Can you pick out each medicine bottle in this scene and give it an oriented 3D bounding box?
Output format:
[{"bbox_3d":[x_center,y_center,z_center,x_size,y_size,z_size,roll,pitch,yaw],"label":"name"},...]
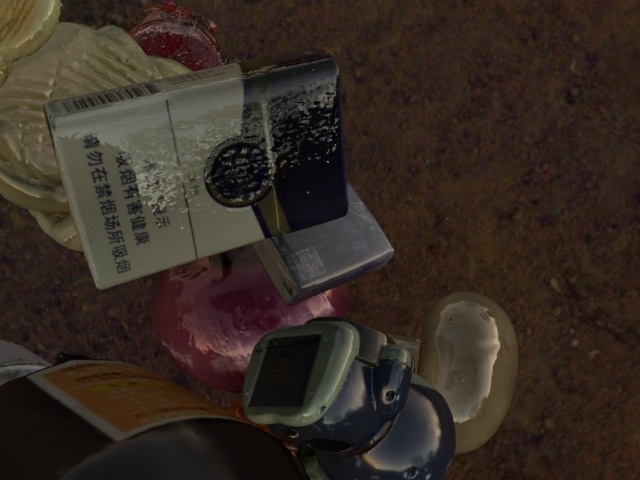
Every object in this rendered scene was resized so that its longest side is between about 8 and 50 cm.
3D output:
[{"bbox_3d":[-0.187,0.184,0.518,0.242,0.242,0.395,-38,35,-28],"label":"medicine bottle"}]

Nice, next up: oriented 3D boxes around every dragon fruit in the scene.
[{"bbox_3d":[-0.300,-0.372,1.474,0.282,0.211,0.147,-2,40,-24],"label":"dragon fruit"}]

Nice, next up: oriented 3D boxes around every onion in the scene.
[{"bbox_3d":[-0.122,0.082,1.292,0.358,0.345,0.358,5,51,-6],"label":"onion"}]

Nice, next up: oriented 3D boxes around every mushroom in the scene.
[{"bbox_3d":[0.204,0.227,1.333,0.290,0.292,0.292,8,53,23],"label":"mushroom"}]

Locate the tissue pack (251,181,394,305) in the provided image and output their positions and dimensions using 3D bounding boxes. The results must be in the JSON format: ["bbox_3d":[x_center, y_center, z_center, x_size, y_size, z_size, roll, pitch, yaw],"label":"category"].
[{"bbox_3d":[0.000,0.000,0.848,0.156,0.051,0.112,-19,71,-39],"label":"tissue pack"}]

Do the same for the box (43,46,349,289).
[{"bbox_3d":[-0.103,-0.070,0.677,0.259,0.168,0.071,-17,32,-18],"label":"box"}]

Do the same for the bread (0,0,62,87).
[{"bbox_3d":[-0.315,-0.223,0.695,0.251,0.039,0.182,-38,68,16],"label":"bread"}]

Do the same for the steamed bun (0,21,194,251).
[{"bbox_3d":[-0.279,-0.123,0.930,0.320,0.206,0.275,42,65,-19],"label":"steamed bun"}]

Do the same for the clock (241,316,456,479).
[{"bbox_3d":[0.035,0.182,0.770,0.199,0.243,0.147,-15,47,38],"label":"clock"}]

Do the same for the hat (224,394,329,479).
[{"bbox_3d":[-0.064,0.386,1.331,0.285,0.400,0.285,5,68,-12],"label":"hat"}]
